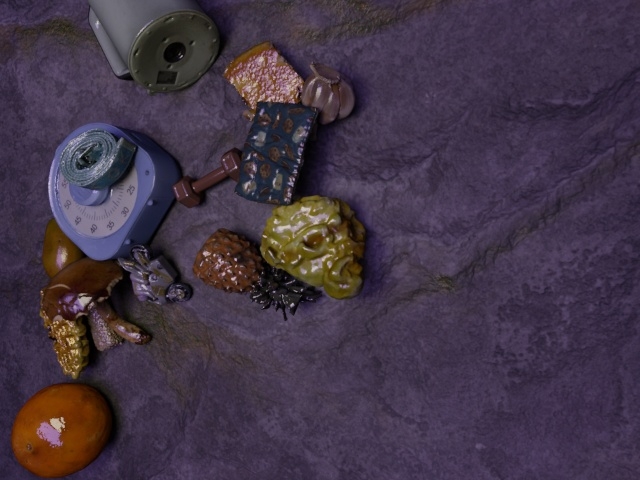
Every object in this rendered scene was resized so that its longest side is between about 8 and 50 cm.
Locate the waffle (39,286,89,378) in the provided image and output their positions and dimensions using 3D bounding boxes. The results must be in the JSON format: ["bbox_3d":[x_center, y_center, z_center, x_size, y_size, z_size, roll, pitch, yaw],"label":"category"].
[{"bbox_3d":[-0.827,0.289,1.299,0.283,0.065,0.309,25,114,32],"label":"waffle"}]

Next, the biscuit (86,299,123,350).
[{"bbox_3d":[-0.698,0.269,1.285,0.082,0.070,0.168,-23,85,9],"label":"biscuit"}]

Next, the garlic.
[{"bbox_3d":[0.014,-0.334,1.004,0.131,0.127,0.194,40,132,30],"label":"garlic"}]

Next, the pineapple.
[{"bbox_3d":[-0.164,0.102,1.074,0.341,0.169,0.169,28,102,0],"label":"pineapple"}]

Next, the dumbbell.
[{"bbox_3d":[-0.302,-0.173,1.120,0.231,0.082,0.092,-24,88,17],"label":"dumbbell"}]

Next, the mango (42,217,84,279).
[{"bbox_3d":[-0.836,0.030,1.300,0.136,0.099,0.227,-19,79,24],"label":"mango"}]

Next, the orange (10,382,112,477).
[{"bbox_3d":[-0.810,0.591,1.262,0.284,0.226,0.283,1,95,11],"label":"orange"}]

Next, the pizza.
[{"bbox_3d":[-0.124,-0.373,1.056,0.189,0.071,0.297,-34,84,17],"label":"pizza"}]

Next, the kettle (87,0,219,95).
[{"bbox_3d":[-0.501,-0.597,1.100,0.376,0.250,0.361,55,135,10],"label":"kettle"}]

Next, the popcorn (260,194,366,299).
[{"bbox_3d":[0.000,0.000,0.992,0.286,0.174,0.225,26,96,16],"label":"popcorn"}]

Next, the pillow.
[{"bbox_3d":[-0.116,-0.216,0.986,0.189,0.034,0.255,15,91,29],"label":"pillow"}]

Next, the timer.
[{"bbox_3d":[-0.637,-0.162,1.181,0.395,0.173,0.394,2,95,18],"label":"timer"}]

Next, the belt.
[{"bbox_3d":[-0.589,-0.212,1.045,0.148,0.082,0.163,23,85,6],"label":"belt"}]

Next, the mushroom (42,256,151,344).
[{"bbox_3d":[-0.678,0.203,1.186,0.233,0.208,0.301,-5,101,22],"label":"mushroom"}]

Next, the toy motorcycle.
[{"bbox_3d":[-0.500,0.118,1.186,0.152,0.073,0.225,-35,109,15],"label":"toy motorcycle"}]
